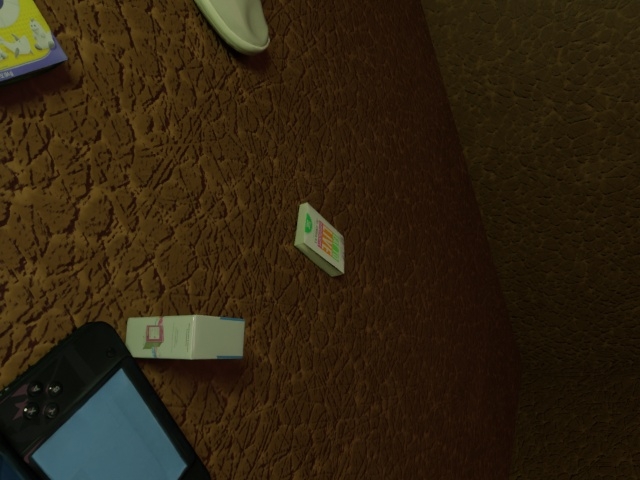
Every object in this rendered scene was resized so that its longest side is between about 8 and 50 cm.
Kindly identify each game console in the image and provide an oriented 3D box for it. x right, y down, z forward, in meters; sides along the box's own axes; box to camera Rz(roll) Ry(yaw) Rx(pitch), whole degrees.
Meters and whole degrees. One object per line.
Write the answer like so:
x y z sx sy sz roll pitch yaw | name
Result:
-0.191 0.258 0.481 0.250 0.173 0.293 -51 125 -51 | game console

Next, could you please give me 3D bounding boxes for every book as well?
0.000 0.000 1.007 0.144 0.035 0.096 40 45 -45 | book

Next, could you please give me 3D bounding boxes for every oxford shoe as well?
-0.168 -0.539 0.799 0.169 0.130 0.450 -36 113 -58 | oxford shoe

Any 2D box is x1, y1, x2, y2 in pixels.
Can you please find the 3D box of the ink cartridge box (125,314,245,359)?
-0.169 0.121 0.607 0.088 0.122 0.052 19 69 -55 | ink cartridge box

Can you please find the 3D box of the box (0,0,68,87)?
-0.354 -0.251 0.492 0.179 0.043 0.105 63 35 -22 | box
